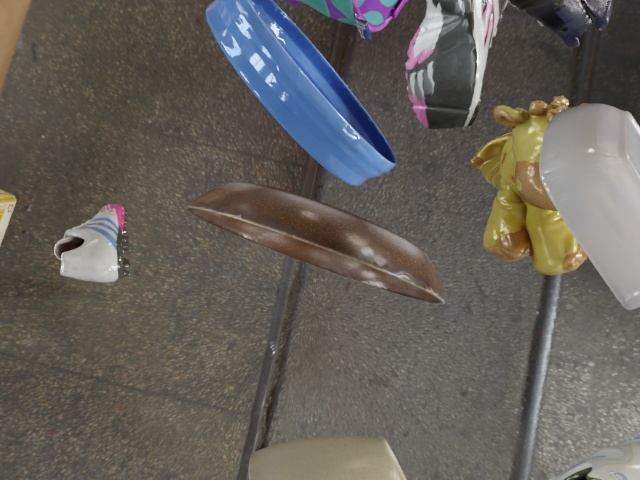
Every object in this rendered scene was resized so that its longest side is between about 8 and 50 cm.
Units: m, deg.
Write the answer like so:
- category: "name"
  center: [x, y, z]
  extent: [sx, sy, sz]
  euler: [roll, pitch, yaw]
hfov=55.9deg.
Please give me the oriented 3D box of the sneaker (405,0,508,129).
- category: "sneaker"
  center: [0.122, -0.177, 0.489]
  extent: [0.077, 0.072, 0.178]
  euler: [-21, 124, -37]

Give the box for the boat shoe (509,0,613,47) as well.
- category: "boat shoe"
  center: [0.375, -0.453, 0.964]
  extent: [0.158, 0.127, 0.341]
  euler: [29, 56, -24]

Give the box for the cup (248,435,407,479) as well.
- category: "cup"
  center: [0.048, 0.489, 1.094]
  extent: [0.236, 0.331, 0.331]
  euler: [-27, 84, 0]

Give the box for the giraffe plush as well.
- category: "giraffe plush"
  center: [0.261, -0.079, 0.669]
  extent: [0.181, 0.170, 0.210]
  euler: [-15, 73, 8]

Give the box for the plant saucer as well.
- category: "plant saucer"
  center: [0.000, 0.000, 0.695]
  extent: [0.310, 0.310, 0.050]
  euler: [20, 83, 2]

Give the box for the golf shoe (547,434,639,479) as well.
- category: "golf shoe"
  center: [0.177, 0.198, 0.438]
  extent: [0.086, 0.176, 0.069]
  euler: [0, 44, -26]

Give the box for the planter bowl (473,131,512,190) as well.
- category: "planter bowl"
  center: [0.350, -0.096, 0.931]
  extent: [0.217, 0.217, 0.090]
  euler: [-1, 76, -1]

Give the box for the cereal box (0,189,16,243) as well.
- category: "cereal box"
  center: [-0.410, 0.035, 0.561]
  extent: [0.173, 0.047, 0.240]
  euler: [23, 97, -3]

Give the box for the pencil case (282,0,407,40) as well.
- category: "pencil case"
  center: [-0.018, -0.169, 0.357]
  extent: [0.151, 0.070, 0.064]
  euler: [28, 74, 28]

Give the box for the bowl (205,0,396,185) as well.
- category: "bowl"
  center: [-0.029, -0.251, 0.968]
  extent: [0.077, 0.391, 0.391]
  euler: [-38, 85, 16]

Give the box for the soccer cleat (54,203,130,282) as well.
- category: "soccer cleat"
  center: [-0.477, -0.006, 1.265]
  extent: [0.143, 0.331, 0.116]
  euler: [0, 107, -20]

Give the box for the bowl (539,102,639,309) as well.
- category: "bowl"
  center: [0.230, -0.036, 0.460]
  extent: [0.053, 0.142, 0.142]
  euler: [-28, 105, 37]
